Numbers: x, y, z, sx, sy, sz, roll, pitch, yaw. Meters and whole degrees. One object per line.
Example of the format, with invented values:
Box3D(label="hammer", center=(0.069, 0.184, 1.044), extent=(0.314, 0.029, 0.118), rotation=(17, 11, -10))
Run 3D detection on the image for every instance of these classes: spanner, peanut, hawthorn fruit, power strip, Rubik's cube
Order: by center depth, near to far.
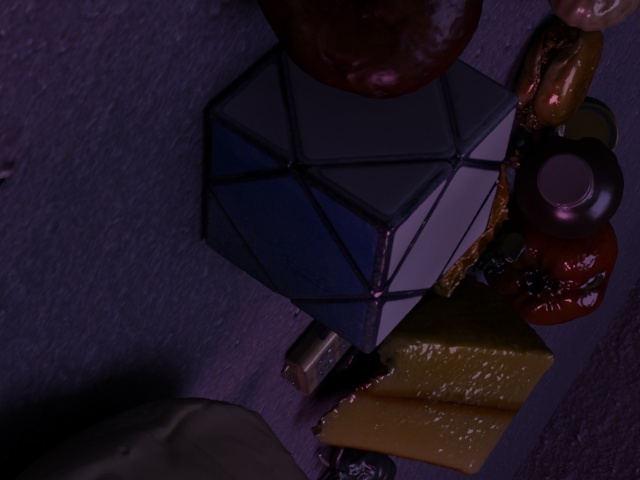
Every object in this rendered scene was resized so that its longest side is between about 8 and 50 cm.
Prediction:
Box3D(label="Rubik's cube", center=(0.033, -0.062, 1.402), extent=(0.207, 0.205, 0.205), rotation=(-44, 158, -29))
Box3D(label="peanut", center=(0.370, -0.345, 1.890), extent=(0.298, 0.120, 0.136), rotation=(-32, 155, -54))
Box3D(label="power strip", center=(0.048, 0.082, 1.933), extent=(0.268, 0.034, 0.092), rotation=(-49, 160, -20))
Box3D(label="spanner", center=(0.075, 0.107, 1.964), extent=(0.054, 0.015, 0.254), rotation=(-49, 177, -37))
Box3D(label="hawthorn fruit", center=(0.372, 0.010, 2.381), extent=(0.243, 0.207, 0.207), rotation=(-51, 165, -54))

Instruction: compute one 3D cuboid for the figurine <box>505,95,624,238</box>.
Box3D(label="figurine", center=(0.335, -0.093, 2.057), extent=(0.158, 0.161, 0.275), rotation=(-56, -171, 23))

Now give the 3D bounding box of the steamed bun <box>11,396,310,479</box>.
Box3D(label="steamed bun", center=(-0.147, 0.353, 1.417), extent=(0.290, 0.371, 0.456), rotation=(-45, 162, 19))

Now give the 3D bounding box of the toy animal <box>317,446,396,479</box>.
Box3D(label="toy animal", center=(0.039, 0.364, 2.310), extent=(0.137, 0.082, 0.269), rotation=(-59, 157, 0))

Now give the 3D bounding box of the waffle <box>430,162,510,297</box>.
Box3D(label="waffle", center=(0.191, -0.026, 2.069), extent=(0.160, 0.055, 0.211), rotation=(-52, 162, -14))

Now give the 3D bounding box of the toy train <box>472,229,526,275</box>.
Box3D(label="toy train", center=(0.247, 0.015, 2.205), extent=(0.071, 0.038, 0.148), rotation=(-50, -168, -4))

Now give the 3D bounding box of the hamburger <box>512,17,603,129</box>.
Box3D(label="hamburger", center=(0.311, -0.219, 2.006), extent=(0.138, 0.083, 0.147), rotation=(-33, 147, -49))

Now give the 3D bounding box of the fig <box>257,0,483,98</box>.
Box3D(label="fig", center=(0.063, -0.251, 1.264), extent=(0.190, 0.191, 0.290), rotation=(101, 13, -49))

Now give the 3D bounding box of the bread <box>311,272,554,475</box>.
Box3D(label="bread", center=(0.117, 0.169, 2.170), extent=(0.362, 0.245, 0.233), rotation=(15, 114, -43))
